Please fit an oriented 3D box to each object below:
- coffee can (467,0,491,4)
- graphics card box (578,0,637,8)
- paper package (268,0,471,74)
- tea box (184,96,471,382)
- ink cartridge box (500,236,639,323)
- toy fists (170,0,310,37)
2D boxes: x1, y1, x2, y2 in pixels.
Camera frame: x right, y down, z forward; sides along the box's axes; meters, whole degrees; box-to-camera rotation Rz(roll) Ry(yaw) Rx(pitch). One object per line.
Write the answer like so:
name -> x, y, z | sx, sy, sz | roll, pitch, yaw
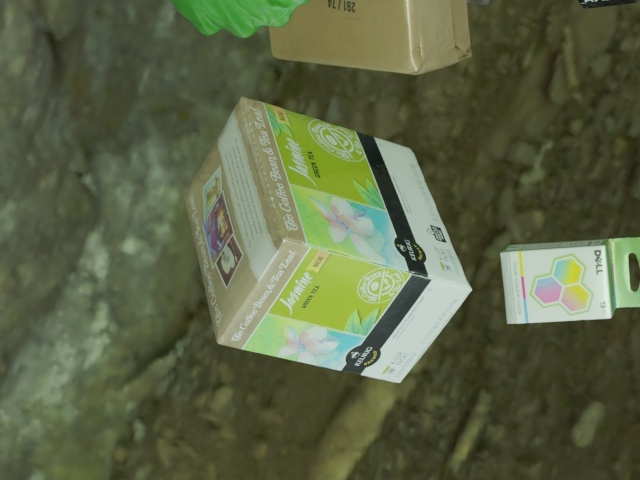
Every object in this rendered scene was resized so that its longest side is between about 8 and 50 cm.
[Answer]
coffee can -> 0.266, -0.604, 2.421 | 0.201, 0.201, 0.275 | -105, 30, -65
graphics card box -> 0.349, -0.515, 1.773 | 0.094, 0.371, 0.233 | -1, 64, 34
paper package -> 0.071, -0.449, 2.150 | 0.324, 0.168, 0.310 | 13, 117, 41
tea box -> 0.000, 0.000, 1.942 | 0.220, 0.323, 0.329 | -57, 34, 32
ink cartridge box -> 0.372, 0.058, 1.884 | 0.062, 0.209, 0.109 | -32, -63, -70
toy fists -> -0.023, -0.300, 1.201 | 0.279, 0.142, 0.096 | -36, 36, 3
